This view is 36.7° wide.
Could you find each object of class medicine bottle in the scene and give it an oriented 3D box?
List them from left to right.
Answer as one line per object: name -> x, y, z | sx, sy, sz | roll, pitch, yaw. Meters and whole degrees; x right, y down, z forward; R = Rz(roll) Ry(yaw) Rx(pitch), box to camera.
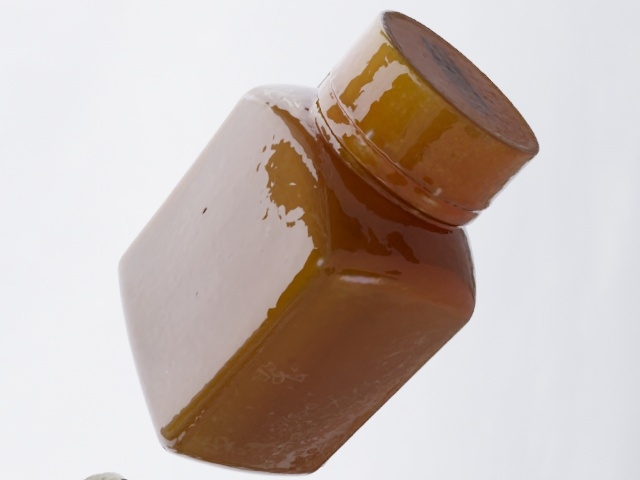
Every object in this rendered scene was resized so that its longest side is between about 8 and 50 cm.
medicine bottle -> 0.001, 0.000, 0.499 | 0.112, 0.149, 0.222 | 20, -58, -39

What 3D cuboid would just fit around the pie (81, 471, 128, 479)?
pie -> -0.175, 0.203, 0.710 | 0.084, 0.084, 0.020 | -46, -58, -41
